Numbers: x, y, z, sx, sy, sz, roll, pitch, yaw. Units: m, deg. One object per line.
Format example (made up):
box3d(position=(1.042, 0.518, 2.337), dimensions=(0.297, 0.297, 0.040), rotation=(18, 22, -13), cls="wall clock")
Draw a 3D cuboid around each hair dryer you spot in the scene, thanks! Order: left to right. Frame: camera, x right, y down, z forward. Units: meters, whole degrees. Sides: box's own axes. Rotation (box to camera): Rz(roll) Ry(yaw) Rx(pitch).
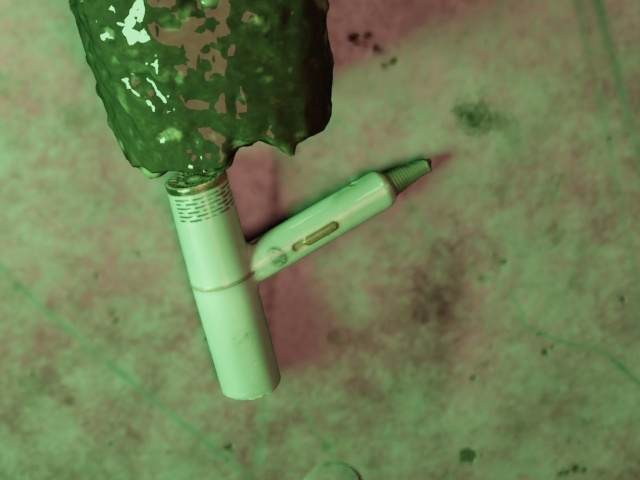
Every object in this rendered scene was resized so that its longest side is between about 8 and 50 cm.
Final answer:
box3d(position=(0.003, 0.007, 1.050), dimensions=(0.183, 0.044, 0.155), rotation=(-18, 114, -13), cls="hair dryer")

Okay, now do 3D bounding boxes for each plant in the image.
box3d(position=(-0.085, -0.175, 0.904), dimensions=(0.149, 0.146, 0.274), rotation=(-24, 117, -22), cls="plant")
